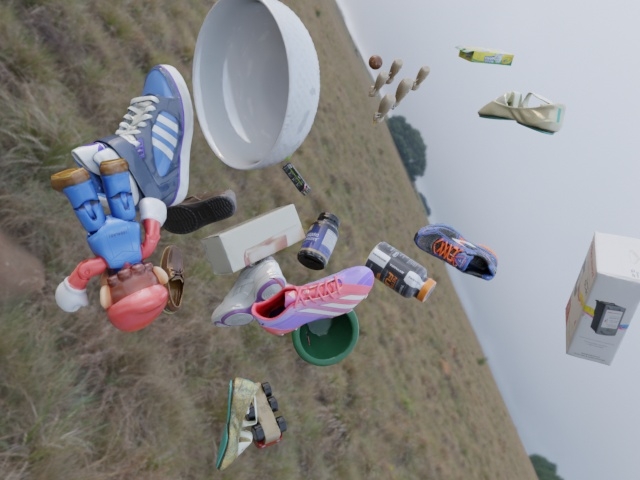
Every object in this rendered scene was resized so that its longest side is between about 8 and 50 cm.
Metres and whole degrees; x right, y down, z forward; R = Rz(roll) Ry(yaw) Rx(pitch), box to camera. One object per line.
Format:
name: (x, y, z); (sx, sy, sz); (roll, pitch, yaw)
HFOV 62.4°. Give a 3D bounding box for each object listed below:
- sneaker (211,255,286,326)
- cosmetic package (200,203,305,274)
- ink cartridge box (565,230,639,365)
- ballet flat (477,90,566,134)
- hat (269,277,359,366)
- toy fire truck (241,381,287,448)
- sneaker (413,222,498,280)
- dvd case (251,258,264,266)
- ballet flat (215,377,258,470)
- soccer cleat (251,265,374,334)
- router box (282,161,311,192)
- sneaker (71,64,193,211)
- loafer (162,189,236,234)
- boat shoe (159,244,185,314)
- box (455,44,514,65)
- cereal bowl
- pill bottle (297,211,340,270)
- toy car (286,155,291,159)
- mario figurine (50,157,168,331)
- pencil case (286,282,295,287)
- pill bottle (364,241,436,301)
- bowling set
sneaker: (-0.238, 0.172, 1.724); (0.114, 0.305, 0.152); (35, 25, -44)
cosmetic package: (-0.217, -0.005, 1.731); (0.153, 0.296, 0.129); (-7, -74, 55)
ink cartridge box: (0.802, 0.162, 1.502); (0.226, 0.131, 0.306); (-54, 151, -51)
ballet flat: (0.468, -0.309, 1.236); (0.086, 0.086, 0.248); (59, -10, -33)
hat: (-0.012, 0.195, 1.380); (0.183, 0.173, 0.208); (-138, -146, -70)
toy fire truck: (-0.250, 0.682, 1.966); (0.217, 0.158, 0.246); (59, -32, 33)
sneaker: (0.325, 0.028, 1.245); (0.221, 0.083, 0.087); (21, 25, -5)
dvd case: (-0.236, 0.137, 1.932); (0.221, 0.018, 0.164); (117, -36, -48)
ballet flat: (-0.278, 0.637, 1.807); (0.123, 0.123, 0.349); (-50, 152, -78)
soccer cleat: (-0.015, 0.111, 1.024); (0.095, 0.248, 0.083); (46, 24, -49)
router box: (-0.089, -0.231, 1.994); (0.122, 0.038, 0.092); (54, 4, 5)
sneaker: (-0.398, -0.221, 1.107); (0.236, 0.130, 0.323); (-8, 100, -53)
loafer: (-0.490, -0.121, 2.146); (0.130, 0.366, 0.134); (-67, 144, -60)
boat shoe: (-0.366, 0.095, 1.331); (0.064, 0.060, 0.178); (14, 66, -39)
box: (0.560, -0.639, 1.822); (0.105, 0.179, 0.043); (-113, -151, -57)
cereal bowl: (-0.116, -0.315, 1.074); (0.141, 0.339, 0.339); (-13, 76, -40)
pill bottle: (0.000, 0.000, 2.103); (0.123, 0.122, 0.219); (56, 47, -43)
toy car: (-0.152, -0.330, 1.553); (0.188, 0.155, 0.149); (-14, 60, -43)
mario figurine: (-0.388, 0.017, 0.981); (0.170, 0.198, 0.321); (-86, 166, -74)
pencil case: (-0.158, 0.268, 2.369); (0.167, 0.386, 0.160); (24, 83, -44)
pill bottle: (0.289, 0.119, 1.891); (0.245, 0.130, 0.130); (34, 0, 20)
bowling set: (0.259, -0.606, 2.014); (0.200, 0.287, 0.154); (48, -24, 6)
